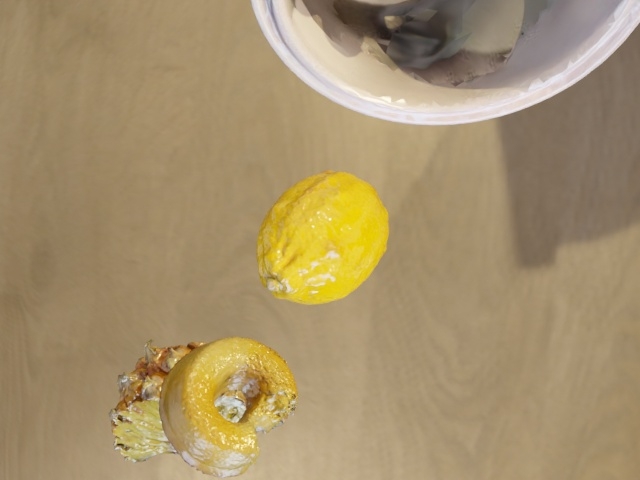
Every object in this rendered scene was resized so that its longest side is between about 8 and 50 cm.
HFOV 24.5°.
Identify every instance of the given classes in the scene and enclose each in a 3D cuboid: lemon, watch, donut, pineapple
[{"bbox_3d":[0.000,0.000,1.362,0.114,0.114,0.155,51,48,-12],"label":"lemon"},{"bbox_3d":[0.088,-0.150,0.708,0.244,0.196,0.231,29,122,-29],"label":"watch"},{"bbox_3d":[-0.068,0.117,1.092,0.097,0.043,0.108,35,58,-1],"label":"donut"},{"bbox_3d":[-0.155,0.165,1.604,0.135,0.233,0.080,45,39,-40],"label":"pineapple"}]
